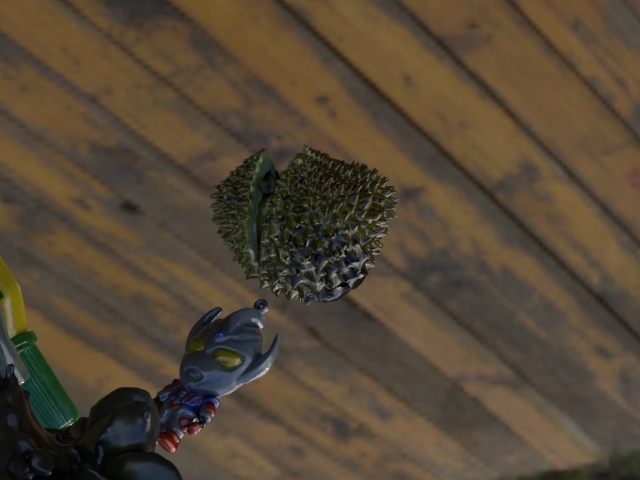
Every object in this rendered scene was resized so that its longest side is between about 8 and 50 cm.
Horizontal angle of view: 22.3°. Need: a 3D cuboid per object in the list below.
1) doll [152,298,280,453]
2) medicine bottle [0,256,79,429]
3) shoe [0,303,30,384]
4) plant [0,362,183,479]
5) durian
[{"bbox_3d":[-0.115,0.135,1.696,0.062,0.194,0.104,50,156,-27],"label":"doll"},{"bbox_3d":[-0.405,0.110,2.033,0.111,0.076,0.309,-33,97,5],"label":"medicine bottle"},{"bbox_3d":[-0.331,0.129,1.641,0.078,0.195,0.079,9,-173,-5],"label":"shoe"},{"bbox_3d":[-0.253,0.218,1.389,0.276,0.199,0.188,-16,139,-2],"label":"plant"},{"bbox_3d":[0.000,0.000,1.722,0.237,0.137,0.193,7,145,-43],"label":"durian"}]
